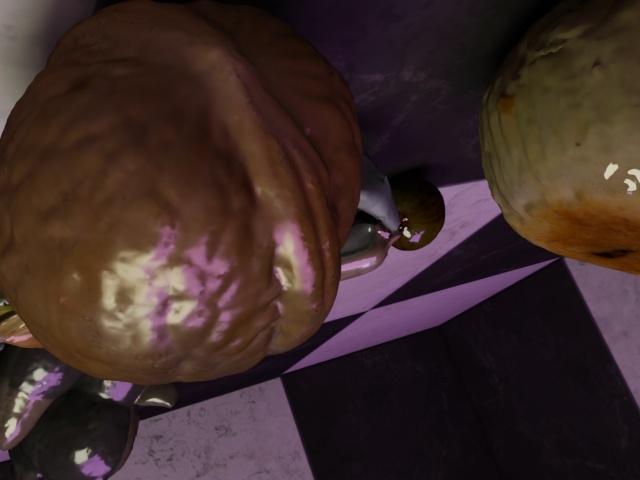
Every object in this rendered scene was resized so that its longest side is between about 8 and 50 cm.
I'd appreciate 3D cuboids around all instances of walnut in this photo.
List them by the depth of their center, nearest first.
[{"bbox_3d":[-0.108,-0.035,0.494,0.332,0.333,0.333,-19,163,-6],"label":"walnut"}]

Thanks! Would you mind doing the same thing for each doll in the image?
[{"bbox_3d":[-0.457,0.281,1.068,0.252,0.382,0.378,15,163,33],"label":"doll"}]

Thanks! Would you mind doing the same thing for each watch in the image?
[{"bbox_3d":[-0.035,-0.051,0.781,0.253,0.162,0.241,-16,152,4],"label":"watch"}]

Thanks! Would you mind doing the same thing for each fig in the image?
[{"bbox_3d":[0.172,-0.052,1.077,0.124,0.124,0.236,-28,176,23],"label":"fig"}]

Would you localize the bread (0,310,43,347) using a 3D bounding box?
[{"bbox_3d":[-0.335,0.069,0.786,0.107,0.136,0.241,-23,162,15],"label":"bread"}]

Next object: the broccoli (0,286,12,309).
[{"bbox_3d":[-0.237,0.051,0.667,0.164,0.146,0.304,7,178,25],"label":"broccoli"}]

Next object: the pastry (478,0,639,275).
[{"bbox_3d":[0.378,-0.134,0.675,0.388,0.313,0.388,13,166,3],"label":"pastry"}]

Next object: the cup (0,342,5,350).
[{"bbox_3d":[-0.641,0.294,1.005,0.357,0.259,0.274,-47,177,-28],"label":"cup"}]
